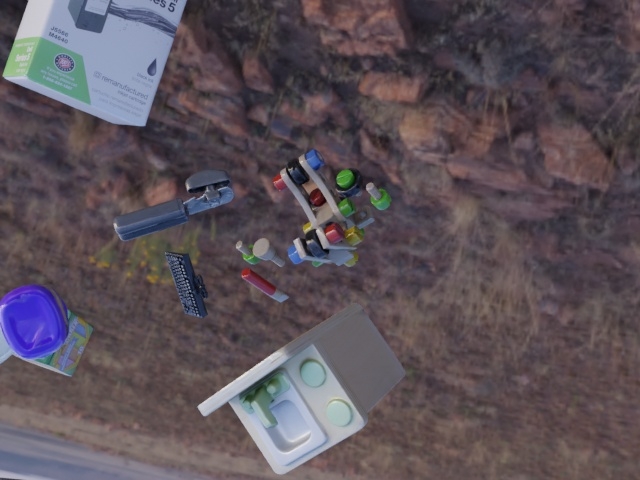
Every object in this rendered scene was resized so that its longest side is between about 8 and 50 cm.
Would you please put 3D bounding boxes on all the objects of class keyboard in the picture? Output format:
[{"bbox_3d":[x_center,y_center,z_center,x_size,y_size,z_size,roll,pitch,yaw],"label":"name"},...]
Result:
[{"bbox_3d":[-0.326,0.112,1.950,0.108,0.023,0.180,5,122,33],"label":"keyboard"}]

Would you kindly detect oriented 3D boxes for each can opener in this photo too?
[{"bbox_3d":[-0.339,-0.086,1.815,0.283,0.095,0.076,-17,160,-7],"label":"can opener"}]

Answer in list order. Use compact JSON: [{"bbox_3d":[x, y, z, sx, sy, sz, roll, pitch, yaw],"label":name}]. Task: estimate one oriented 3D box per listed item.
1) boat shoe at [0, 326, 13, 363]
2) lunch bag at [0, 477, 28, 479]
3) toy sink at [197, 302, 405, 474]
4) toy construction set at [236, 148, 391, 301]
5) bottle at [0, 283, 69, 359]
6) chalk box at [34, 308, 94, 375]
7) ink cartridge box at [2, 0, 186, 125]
[{"bbox_3d":[-0.691,0.204,1.430,0.304,0.109,0.091,-18,-172,-3],"label":"boat shoe"},{"bbox_3d":[-0.766,0.597,1.819,0.151,0.096,0.129,-18,152,24],"label":"lunch bag"},{"bbox_3d":[-0.014,0.194,0.998,0.152,0.131,0.234,-38,173,24],"label":"toy sink"},{"bbox_3d":[0.000,0.000,1.621,0.257,0.309,0.237,43,-178,43],"label":"toy construction set"},{"bbox_3d":[-0.482,0.132,1.341,0.092,0.118,0.283,-21,-176,-16],"label":"bottle"},{"bbox_3d":[-0.621,0.210,1.761,0.132,0.132,0.213,19,164,9],"label":"chalk box"},{"bbox_3d":[-0.334,-0.338,1.206,0.198,0.273,0.114,20,176,-39],"label":"ink cartridge box"}]
